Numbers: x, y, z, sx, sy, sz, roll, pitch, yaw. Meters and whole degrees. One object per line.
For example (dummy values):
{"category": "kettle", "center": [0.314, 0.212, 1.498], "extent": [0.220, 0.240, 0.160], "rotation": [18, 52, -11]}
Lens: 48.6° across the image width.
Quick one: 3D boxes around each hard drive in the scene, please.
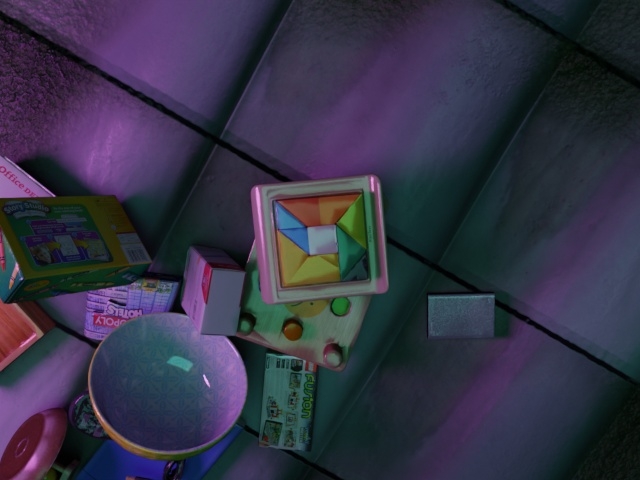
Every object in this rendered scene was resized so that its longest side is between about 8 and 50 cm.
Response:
{"category": "hard drive", "center": [0.283, 0.152, 1.435], "extent": [0.135, 0.022, 0.094], "rotation": [-1, 100, 2]}
{"category": "hard drive", "center": [-0.338, 0.443, 1.495], "extent": [0.210, 0.040, 0.319], "rotation": [38, 99, -5]}

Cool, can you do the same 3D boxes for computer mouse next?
{"category": "computer mouse", "center": [-0.385, 0.401, 1.441], "extent": [0.261, 0.060, 0.184], "rotation": [15, 96, -12]}

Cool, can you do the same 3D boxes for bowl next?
{"category": "bowl", "center": [-0.293, 0.296, 1.342], "extent": [0.289, 0.290, 0.156], "rotation": [22, 137, -2]}

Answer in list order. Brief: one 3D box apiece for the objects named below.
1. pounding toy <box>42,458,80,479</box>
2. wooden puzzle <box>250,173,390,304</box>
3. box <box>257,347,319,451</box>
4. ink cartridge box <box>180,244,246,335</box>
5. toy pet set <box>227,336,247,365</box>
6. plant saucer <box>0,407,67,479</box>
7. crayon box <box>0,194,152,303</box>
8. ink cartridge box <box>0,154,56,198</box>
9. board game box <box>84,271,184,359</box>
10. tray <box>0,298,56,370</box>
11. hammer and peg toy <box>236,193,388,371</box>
{"category": "pounding toy", "center": [-0.630, 0.541, 1.463], "extent": [0.154, 0.154, 0.270], "rotation": [29, 99, -4]}
{"category": "wooden puzzle", "center": [0.000, 0.000, 1.279], "extent": [0.238, 0.044, 0.221], "rotation": [-5, 97, 2]}
{"category": "box", "center": [-0.065, 0.331, 1.469], "extent": [0.114, 0.036, 0.207], "rotation": [6, 100, 0]}
{"category": "ink cartridge box", "center": [-0.208, 0.092, 1.357], "extent": [0.072, 0.175, 0.128], "rotation": [6, 102, -24]}
{"category": "toy pet set", "center": [-0.216, 0.251, 1.445], "extent": [0.114, 0.065, 0.122], "rotation": [31, 100, -4]}
{"category": "plant saucer", "center": [-0.586, 0.421, 1.420], "extent": [0.198, 0.199, 0.036], "rotation": [-44, 123, 8]}
{"category": "crayon box", "center": [-0.460, 0.007, 1.277], "extent": [0.081, 0.278, 0.165], "rotation": [-42, 71, 29]}
{"category": "ink cartridge box", "center": [-0.617, -0.033, 1.353], "extent": [0.154, 0.093, 0.212], "rotation": [39, 75, -6]}
{"category": "board game box", "center": [-0.385, 0.159, 1.436], "extent": [0.194, 0.060, 0.194], "rotation": [7, 100, 0]}
{"category": "tray", "center": [-0.754, 0.086, 1.427], "extent": [0.202, 0.076, 0.411], "rotation": [-39, 98, 7]}
{"category": "hammer and peg toy", "center": [-0.018, 0.048, 1.373], "extent": [0.265, 0.127, 0.362], "rotation": [19, 97, -2]}
